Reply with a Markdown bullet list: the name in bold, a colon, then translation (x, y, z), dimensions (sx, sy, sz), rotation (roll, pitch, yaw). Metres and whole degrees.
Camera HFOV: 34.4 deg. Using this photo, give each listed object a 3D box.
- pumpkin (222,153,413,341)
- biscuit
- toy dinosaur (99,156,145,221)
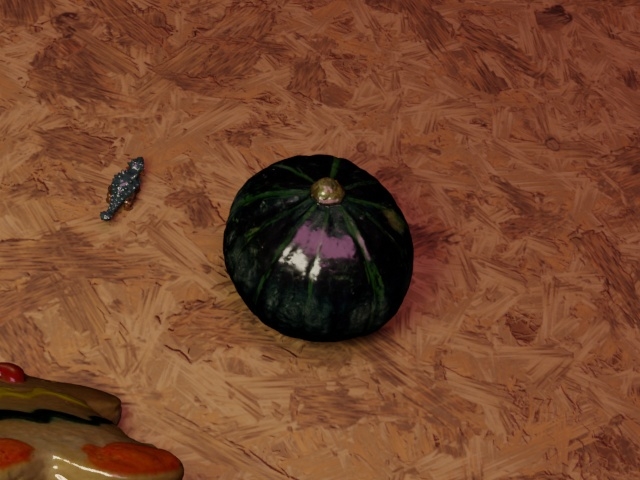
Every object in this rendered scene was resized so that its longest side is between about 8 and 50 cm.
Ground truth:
- **pumpkin**: translation (0.000, 0.000, 1.622), dimensions (0.315, 0.238, 0.315), rotation (5, 52, -6)
- **biscuit**: translation (-0.386, 0.222, 1.265), dimensions (0.368, 0.076, 0.394), rotation (9, 6, -28)
- **toy dinosaur**: translation (-0.325, -0.084, 1.706), dimensions (0.049, 0.055, 0.154), rotation (24, 48, -2)
